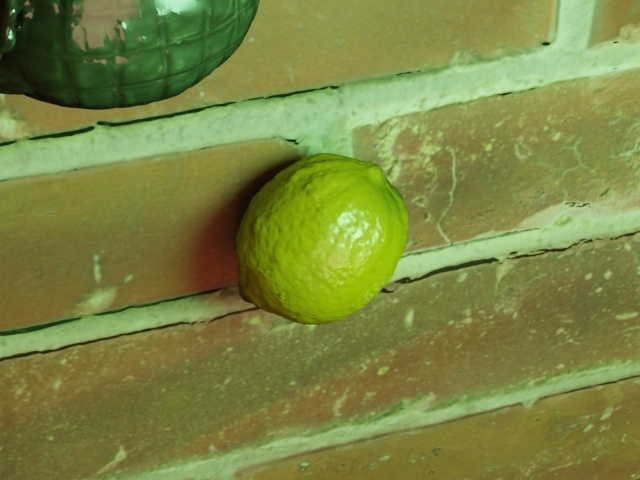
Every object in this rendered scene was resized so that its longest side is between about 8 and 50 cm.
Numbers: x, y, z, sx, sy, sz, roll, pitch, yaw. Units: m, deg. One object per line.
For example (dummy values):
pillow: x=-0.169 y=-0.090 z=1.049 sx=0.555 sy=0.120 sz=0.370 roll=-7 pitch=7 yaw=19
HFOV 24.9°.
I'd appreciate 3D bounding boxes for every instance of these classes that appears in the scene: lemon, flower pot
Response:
lemon: x=0.001 y=-0.003 z=1.581 sx=0.180 sy=0.180 sz=0.193 roll=18 pitch=93 yaw=-31
flower pot: x=-0.204 y=-0.254 z=1.248 sx=0.302 sy=0.302 sz=0.213 roll=-9 pitch=128 yaw=-16
